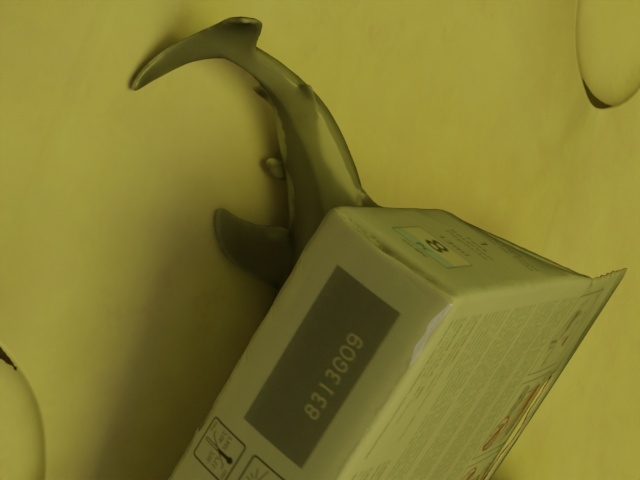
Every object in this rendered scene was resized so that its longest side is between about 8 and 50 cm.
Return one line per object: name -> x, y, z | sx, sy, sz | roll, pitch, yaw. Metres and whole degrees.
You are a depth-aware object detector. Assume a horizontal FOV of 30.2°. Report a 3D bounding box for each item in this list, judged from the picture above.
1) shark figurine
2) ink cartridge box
shark figurine -> 0.007, -0.028, 0.728 | 0.166, 0.116, 0.278 | -36, 126, -38
ink cartridge box -> 0.045, 0.127, 0.769 | 0.308, 0.091, 0.385 | -60, 158, 15
